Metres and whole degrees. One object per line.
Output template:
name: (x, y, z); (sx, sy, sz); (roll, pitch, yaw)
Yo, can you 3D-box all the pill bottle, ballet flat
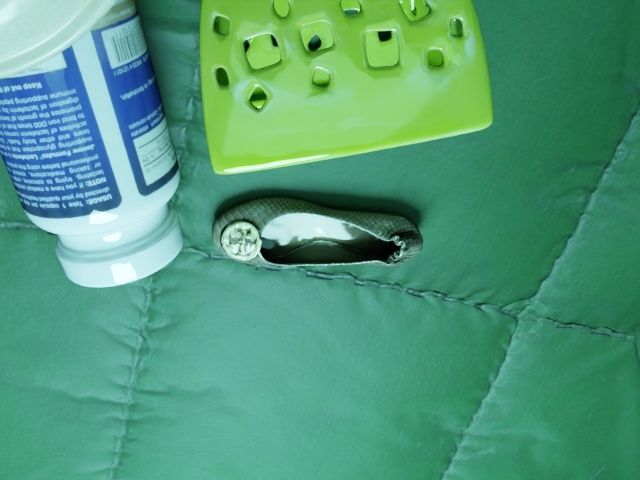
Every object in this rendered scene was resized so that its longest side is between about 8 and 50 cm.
pill bottle: (-0.220, -0.099, 0.598); (0.153, 0.153, 0.265); (-10, 119, -3)
ballet flat: (0.000, 0.000, 0.740); (0.249, 0.058, 0.084); (4, 117, -10)

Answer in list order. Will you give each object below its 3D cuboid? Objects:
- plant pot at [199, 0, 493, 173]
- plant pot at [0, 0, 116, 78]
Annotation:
plant pot: (0.002, -0.200, 0.540); (0.228, 0.227, 0.207); (-10, 114, -3)
plant pot: (-0.280, -0.248, 0.299); (0.333, 0.305, 0.334); (0, 103, 2)
